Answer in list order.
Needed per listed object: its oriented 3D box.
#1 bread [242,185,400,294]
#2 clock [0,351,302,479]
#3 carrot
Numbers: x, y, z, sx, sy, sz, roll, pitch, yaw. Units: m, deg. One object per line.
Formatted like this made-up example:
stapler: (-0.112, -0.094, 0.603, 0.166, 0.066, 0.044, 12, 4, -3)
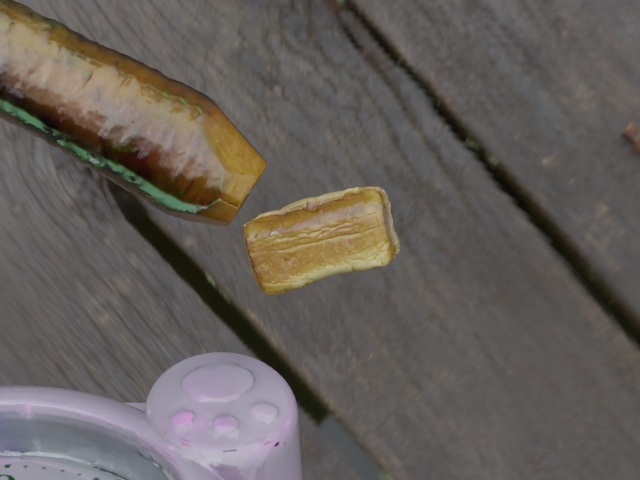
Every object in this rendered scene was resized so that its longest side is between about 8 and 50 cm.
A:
bread: (0.000, 0.000, 1.413, 0.132, 0.053, 0.074, -17, 114, 3)
clock: (-0.154, 0.172, 0.730, 0.296, 0.322, 0.113, 0, 119, 2)
carrot: (-0.152, -0.088, 0.911, 0.260, 0.070, 0.070, 27, 80, -6)
